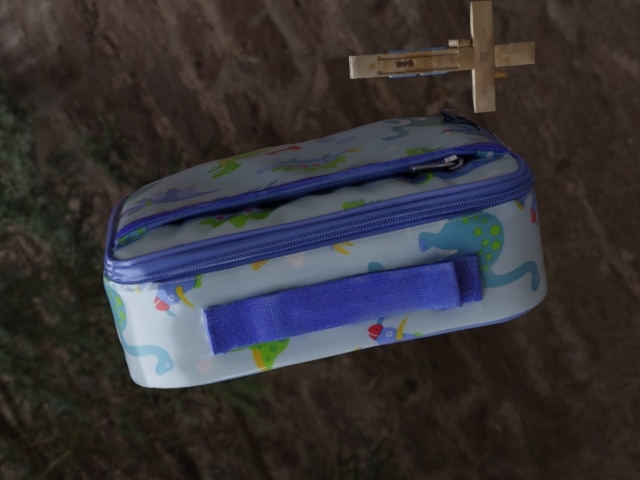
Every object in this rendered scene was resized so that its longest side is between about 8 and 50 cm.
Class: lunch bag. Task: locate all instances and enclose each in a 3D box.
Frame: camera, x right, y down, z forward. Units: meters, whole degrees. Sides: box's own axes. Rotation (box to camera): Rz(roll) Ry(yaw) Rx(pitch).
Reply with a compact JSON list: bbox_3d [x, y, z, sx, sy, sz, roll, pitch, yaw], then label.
[{"bbox_3d":[0.000,0.000,0.523,0.176,0.219,0.090,-104,2,-72],"label":"lunch bag"}]

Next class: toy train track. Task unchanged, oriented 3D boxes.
[{"bbox_3d":[0.052,-0.079,0.435,0.014,0.083,0.048,-138,43,-72],"label":"toy train track"}]
